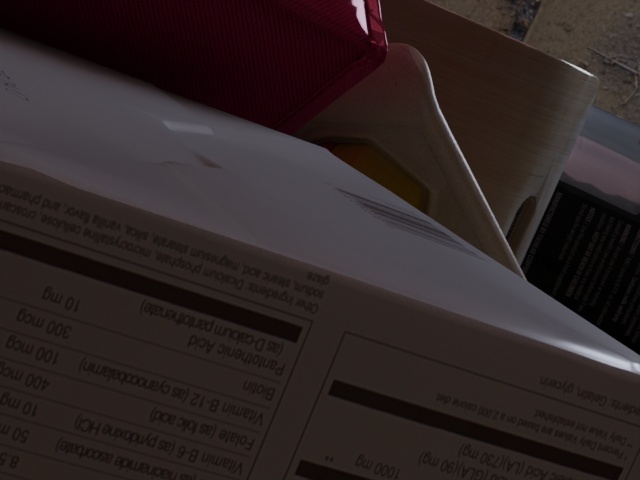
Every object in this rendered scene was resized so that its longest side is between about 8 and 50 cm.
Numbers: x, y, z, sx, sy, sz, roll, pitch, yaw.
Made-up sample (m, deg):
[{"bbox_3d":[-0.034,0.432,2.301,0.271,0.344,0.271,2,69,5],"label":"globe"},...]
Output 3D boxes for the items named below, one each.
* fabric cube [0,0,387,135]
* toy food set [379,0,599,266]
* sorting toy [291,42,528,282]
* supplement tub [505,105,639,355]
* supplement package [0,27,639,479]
[{"bbox_3d":[-0.161,-0.152,0.723,0.258,0.254,0.259,23,45,-36],"label":"fabric cube"},{"bbox_3d":[-0.029,-0.051,0.995,0.306,0.219,0.092,25,8,11],"label":"toy food set"},{"bbox_3d":[0.000,0.000,0.834,0.193,0.038,0.208,5,-44,37],"label":"sorting toy"},{"bbox_3d":[0.248,0.058,1.156,0.338,0.207,0.207,25,7,3],"label":"supplement tub"},{"bbox_3d":[-0.063,0.037,0.519,0.204,0.145,0.262,19,9,-25],"label":"supplement package"}]
